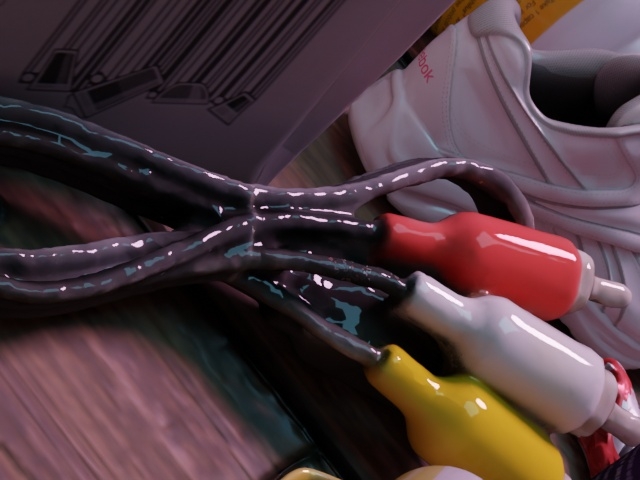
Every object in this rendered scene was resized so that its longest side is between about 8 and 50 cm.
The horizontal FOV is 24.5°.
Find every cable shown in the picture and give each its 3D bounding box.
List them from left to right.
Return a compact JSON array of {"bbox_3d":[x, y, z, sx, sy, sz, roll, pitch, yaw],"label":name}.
[{"bbox_3d":[0.000,0.000,0.489,0.287,0.072,0.139,28,60,-32],"label":"cable"}]

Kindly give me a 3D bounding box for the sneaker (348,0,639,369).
[{"bbox_3d":[0.131,-0.022,0.648,0.232,0.115,0.090,29,35,-26],"label":"sneaker"}]

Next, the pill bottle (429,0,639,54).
[{"bbox_3d":[0.112,-0.130,0.748,0.208,0.117,0.117,54,32,14],"label":"pill bottle"}]

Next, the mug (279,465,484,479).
[{"bbox_3d":[0.028,0.093,0.451,0.078,0.062,0.064,54,24,1],"label":"mug"}]

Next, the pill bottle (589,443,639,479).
[{"bbox_3d":[0.137,0.099,0.441,0.108,0.193,0.108,31,34,-24],"label":"pill bottle"}]

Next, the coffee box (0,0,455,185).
[{"bbox_3d":[-0.093,-0.262,0.441,0.338,0.338,0.334,12,45,-44],"label":"coffee box"}]

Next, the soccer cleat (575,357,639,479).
[{"bbox_3d":[0.123,0.086,0.602,0.035,0.029,0.083,37,34,-32],"label":"soccer cleat"}]
